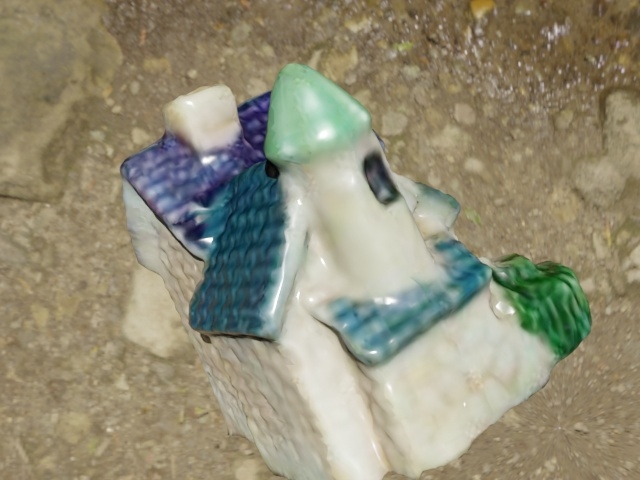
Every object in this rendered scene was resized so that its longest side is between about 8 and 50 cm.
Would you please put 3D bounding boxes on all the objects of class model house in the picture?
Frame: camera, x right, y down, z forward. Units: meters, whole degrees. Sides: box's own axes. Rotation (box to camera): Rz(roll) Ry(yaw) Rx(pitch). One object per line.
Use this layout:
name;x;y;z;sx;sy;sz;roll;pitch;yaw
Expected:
model house;-0.002;0.001;0.660;0.243;0.298;0.284;-35;103;-26
